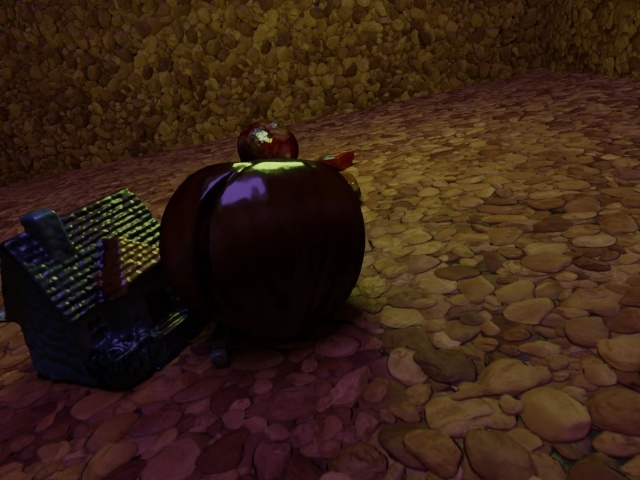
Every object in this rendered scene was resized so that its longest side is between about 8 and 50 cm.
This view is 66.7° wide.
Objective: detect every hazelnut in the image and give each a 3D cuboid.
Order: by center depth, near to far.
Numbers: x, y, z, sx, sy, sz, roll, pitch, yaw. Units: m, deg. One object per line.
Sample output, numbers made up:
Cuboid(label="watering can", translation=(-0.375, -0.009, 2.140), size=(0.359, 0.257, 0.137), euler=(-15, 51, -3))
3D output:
Cuboid(label="hazelnut", translation=(-0.100, 0.004, 0.956), size=(0.409, 0.359, 0.359), euler=(-15, 21, -28))

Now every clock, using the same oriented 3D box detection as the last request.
Cuboid(label="clock", translation=(0.054, -0.335, 2.063), size=(0.155, 0.061, 0.113), euler=(4, 27, 41))

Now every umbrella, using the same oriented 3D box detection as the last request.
Cuboid(label="umbrella", translation=(-0.197, 0.186, 0.978), size=(0.050, 0.046, 0.188), euler=(-17, 27, 4))

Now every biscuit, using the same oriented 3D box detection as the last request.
Cuboid(label="biscuit", translation=(0.003, -0.156, 1.675), size=(0.262, 0.052, 0.277), euler=(-17, 23, 0))

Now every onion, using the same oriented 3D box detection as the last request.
Cuboid(label="onion", translation=(-0.225, -0.400, 2.104), size=(0.276, 0.276, 0.276), euler=(-10, 23, 4))

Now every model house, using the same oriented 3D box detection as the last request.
Cuboid(label="model house", translation=(-0.431, 0.058, 1.018), size=(0.297, 0.339, 0.360), euler=(-2, 24, 28))

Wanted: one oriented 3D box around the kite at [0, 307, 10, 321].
Cuboid(label="kite", translation=(-0.788, 0.169, 1.354), size=(0.267, 0.013, 0.323), euler=(-22, 25, -22))
